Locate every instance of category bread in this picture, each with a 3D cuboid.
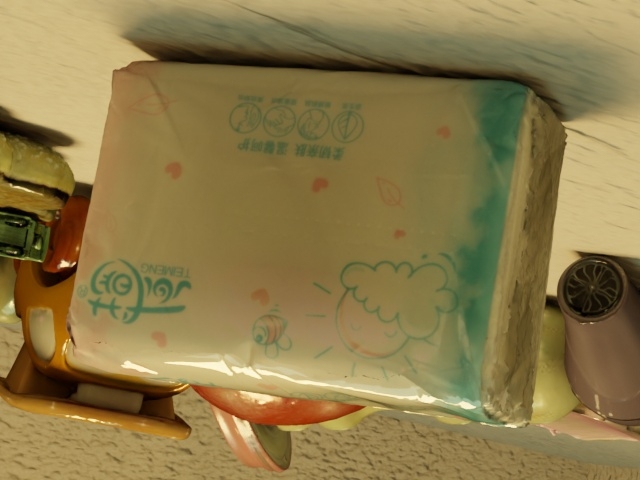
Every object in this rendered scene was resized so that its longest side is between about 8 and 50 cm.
[{"bbox_3d":[-0.309,-0.064,1.418,0.207,0.056,0.286,18,170,-39],"label":"bread"}]

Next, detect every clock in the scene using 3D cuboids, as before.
[{"bbox_3d":[-0.080,0.135,1.848,0.056,0.244,0.244,-18,165,10],"label":"clock"}]

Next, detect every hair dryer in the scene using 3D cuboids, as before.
[{"bbox_3d":[0.390,0.089,1.525,0.361,0.121,0.301,-2,158,17],"label":"hair dryer"}]

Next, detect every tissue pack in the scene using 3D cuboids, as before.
[{"bbox_3d":[0.000,-0.002,1.018,0.271,0.201,0.124,5,166,20],"label":"tissue pack"}]

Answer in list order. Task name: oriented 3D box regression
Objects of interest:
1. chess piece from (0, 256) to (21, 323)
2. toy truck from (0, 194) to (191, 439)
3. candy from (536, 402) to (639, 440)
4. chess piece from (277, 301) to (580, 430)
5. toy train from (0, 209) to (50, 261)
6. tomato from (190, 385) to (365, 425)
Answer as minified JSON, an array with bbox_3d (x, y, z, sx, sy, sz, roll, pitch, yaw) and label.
[{"bbox_3d":[-0.311,0.044,1.822,0.243,0.133,0.133,14,170,-31],"label":"chess piece"},{"bbox_3d":[-0.205,0.075,1.675,0.204,0.212,0.288,13,174,-24],"label":"toy truck"},{"bbox_3d":[0.314,0.167,1.923,0.155,0.116,0.265,5,170,33],"label":"candy"},{"bbox_3d":[0.115,0.120,1.769,0.330,0.182,0.182,2,169,15],"label":"chess piece"},{"bbox_3d":[-0.279,-0.006,1.456,0.093,0.038,0.056,9,176,12],"label":"toy train"},{"bbox_3d":[-0.019,0.030,1.191,0.208,0.208,0.184,7,155,21],"label":"tomato"}]
